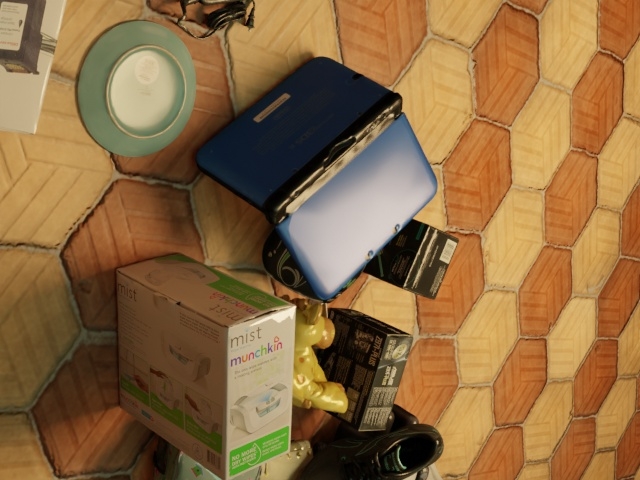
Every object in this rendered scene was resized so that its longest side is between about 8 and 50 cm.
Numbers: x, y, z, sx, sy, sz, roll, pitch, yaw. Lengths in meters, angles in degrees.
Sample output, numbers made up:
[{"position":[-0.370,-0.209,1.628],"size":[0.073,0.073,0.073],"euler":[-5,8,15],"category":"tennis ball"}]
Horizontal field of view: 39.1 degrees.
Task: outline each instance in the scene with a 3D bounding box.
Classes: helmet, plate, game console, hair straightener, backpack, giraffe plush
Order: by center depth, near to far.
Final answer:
[{"position":[-0.241,-0.203,1.228],"size":[0.188,0.024,0.188],"euler":[-18,118,-38],"category":"plate"},{"position":[-0.108,-0.338,1.290],"size":[0.230,0.047,0.089],"euler":[-31,125,-33],"category":"hair straightener"},{"position":[0.001,-0.103,1.383],"size":[0.293,0.250,0.173],"euler":[-43,150,-25],"category":"game console"},{"position":[-0.180,0.365,1.417],"size":[0.166,0.144,0.188],"euler":[12,109,-20],"category":"backpack"},{"position":[0.000,0.000,1.455],"size":[0.169,0.169,0.161],"euler":[11,111,-47],"category":"helmet"},{"position":[-0.042,0.180,1.482],"size":[0.210,0.182,0.170],"euler":[28,73,-64],"category":"giraffe plush"}]

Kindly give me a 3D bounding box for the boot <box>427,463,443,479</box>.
[{"position":[0.225,0.567,1.940],"size":[0.123,0.095,0.258],"euler":[-34,126,-23],"category":"boot"}]

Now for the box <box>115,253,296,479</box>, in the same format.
[{"position":[-0.170,0.168,1.272],"size":[0.127,0.262,0.231],"euler":[-14,114,-42],"category":"box"}]

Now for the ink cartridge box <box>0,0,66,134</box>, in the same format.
[{"position":[-0.365,-0.248,0.978],"size":[0.100,0.172,0.237],"euler":[9,100,-46],"category":"ink cartridge box"}]

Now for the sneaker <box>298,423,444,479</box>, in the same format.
[{"position":[0.088,0.381,1.564],"size":[0.268,0.106,0.101],"euler":[-21,82,-4],"category":"sneaker"}]

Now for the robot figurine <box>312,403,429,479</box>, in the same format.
[{"position":[0.089,0.443,1.707],"size":[0.173,0.209,0.278],"euler":[14,94,-77],"category":"robot figurine"}]

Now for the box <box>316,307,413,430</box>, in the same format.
[{"position":[0.067,0.228,1.614],"size":[0.078,0.147,0.180],"euler":[11,97,-46],"category":"box"}]

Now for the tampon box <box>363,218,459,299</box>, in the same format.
[{"position":[0.136,0.017,1.590],"size":[0.101,0.161,0.120],"euler":[23,90,-47],"category":"tampon box"}]

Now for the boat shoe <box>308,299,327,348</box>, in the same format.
[{"position":[-0.001,0.149,1.596],"size":[0.035,0.035,0.100],"euler":[-17,117,-40],"category":"boat shoe"}]

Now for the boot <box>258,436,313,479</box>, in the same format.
[{"position":[-0.084,0.363,1.569],"size":[0.165,0.077,0.213],"euler":[-8,116,-42],"category":"boot"}]
